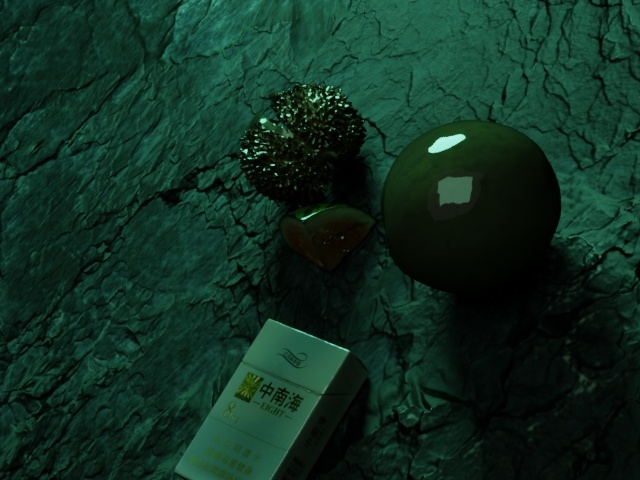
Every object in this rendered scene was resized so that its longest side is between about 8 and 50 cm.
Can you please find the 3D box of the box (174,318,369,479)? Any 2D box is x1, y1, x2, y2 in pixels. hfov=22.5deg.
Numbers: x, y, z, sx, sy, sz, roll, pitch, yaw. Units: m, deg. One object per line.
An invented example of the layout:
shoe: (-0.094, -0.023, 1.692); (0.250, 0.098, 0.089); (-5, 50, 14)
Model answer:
box: (-0.063, 0.234, 2.085); (0.155, 0.067, 0.243); (18, 70, 38)

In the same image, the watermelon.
watermelon: (0.000, 0.000, 2.226); (0.135, 0.125, 0.094); (-27, 74, 52)

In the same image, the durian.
durian: (-0.017, -0.131, 2.251); (0.196, 0.167, 0.196); (-43, 32, 34)

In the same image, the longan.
longan: (0.178, -0.042, 2.027); (0.248, 0.248, 0.248); (-17, 51, 22)
